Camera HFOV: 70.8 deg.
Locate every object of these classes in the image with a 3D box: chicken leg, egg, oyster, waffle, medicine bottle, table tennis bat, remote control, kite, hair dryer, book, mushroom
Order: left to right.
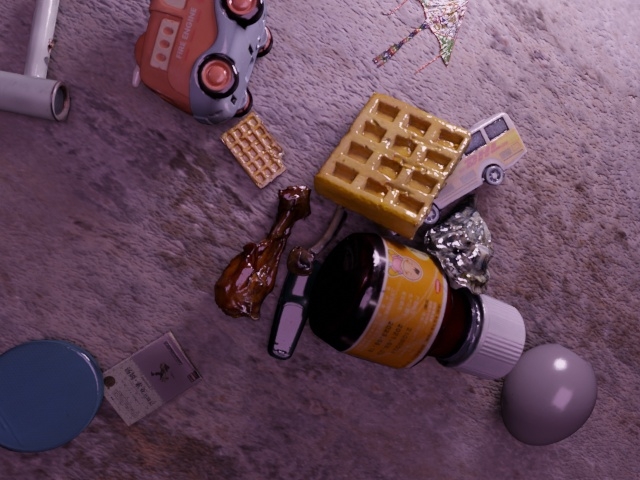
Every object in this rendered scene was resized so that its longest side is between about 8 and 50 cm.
[{"bbox_3d":[-0.585,0.324,0.875,0.329,0.044,0.215,-29,96,-5],"label":"table tennis bat"},{"bbox_3d":[-0.516,-0.342,0.803,0.131,0.073,0.236,10,92,-9],"label":"hair dryer"},{"bbox_3d":[-0.353,0.285,0.926,0.182,0.014,0.127,-31,100,-4],"label":"book"},{"bbox_3d":[-0.127,-0.180,0.908,0.092,0.021,0.135,-40,101,-3],"label":"waffle"},{"bbox_3d":[-0.106,0.019,0.909,0.113,0.093,0.304,35,81,-29],"label":"chicken leg"},{"bbox_3d":[-0.055,0.142,0.942,0.072,0.042,0.221,18,88,-9],"label":"remote control"},{"bbox_3d":[0.000,0.000,0.920,0.060,0.061,0.187,37,65,9],"label":"mushroom"},{"bbox_3d":[0.139,-0.153,0.866,0.221,0.055,0.247,28,74,16],"label":"waffle"},{"bbox_3d":[0.197,0.146,0.900,0.395,0.242,0.242,21,93,-20],"label":"medicine bottle"},{"bbox_3d":[0.209,-0.445,0.942,0.244,0.006,0.198,-33,101,-4],"label":"kite"},{"bbox_3d":[0.295,0.009,0.903,0.252,0.199,0.087,-16,144,-39],"label":"oyster"},{"bbox_3d":[0.496,0.343,0.992,0.176,0.176,0.231,25,94,-11],"label":"egg"}]

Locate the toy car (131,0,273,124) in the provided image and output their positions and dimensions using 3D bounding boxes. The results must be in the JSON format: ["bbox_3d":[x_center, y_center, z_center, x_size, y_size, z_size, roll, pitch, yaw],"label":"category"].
[{"bbox_3d":[-0.213,-0.355,0.803,0.213,0.180,0.270,19,94,-1],"label":"toy car"}]

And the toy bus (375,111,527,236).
[{"bbox_3d":[0.259,-0.134,0.939,0.343,0.097,0.138,-29,98,-6],"label":"toy bus"}]
